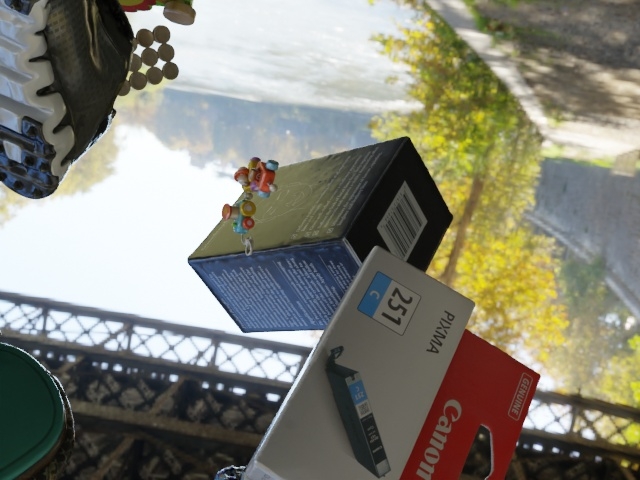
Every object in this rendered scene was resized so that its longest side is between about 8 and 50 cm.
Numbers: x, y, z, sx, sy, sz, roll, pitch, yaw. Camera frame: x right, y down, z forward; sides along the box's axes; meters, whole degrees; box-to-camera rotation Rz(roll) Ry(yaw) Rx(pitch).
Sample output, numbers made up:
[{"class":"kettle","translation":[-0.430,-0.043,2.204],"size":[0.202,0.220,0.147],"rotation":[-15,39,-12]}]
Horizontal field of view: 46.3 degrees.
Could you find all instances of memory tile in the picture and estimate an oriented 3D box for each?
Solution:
[{"class":"memory tile","translation":[-0.353,-0.356,1.475],"size":[0.148,0.113,0.012],"rotation":[-26,-150,-29]}]

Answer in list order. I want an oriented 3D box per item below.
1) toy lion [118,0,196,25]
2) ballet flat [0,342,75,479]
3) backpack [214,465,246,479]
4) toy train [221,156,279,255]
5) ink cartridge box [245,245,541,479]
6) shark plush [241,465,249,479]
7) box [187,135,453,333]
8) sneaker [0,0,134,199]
[{"class":"toy lion","translation":[-0.132,-0.182,0.506],"size":[0.096,0.034,0.100],"rotation":[10,170,-1]},{"class":"ballet flat","translation":[-0.335,0.184,0.342],"size":[0.164,0.182,0.483],"rotation":[51,-150,12]},{"class":"backpack","translation":[-0.143,0.520,1.399],"size":[0.117,0.158,0.173],"rotation":[13,-177,-14]},{"class":"toy train","translation":[-0.115,-0.065,1.165],"size":[0.046,0.166,0.125],"rotation":[9,-150,-22]},{"class":"ink cartridge box","translation":[0.103,0.188,0.817],"size":[0.261,0.296,0.066],"rotation":[31,148,1]},{"class":"shark plush","translation":[-0.119,0.460,1.305],"size":[0.073,0.161,0.067],"rotation":[22,179,3]},{"class":"box","translation":[0.000,0.000,1.429],"size":[0.395,0.212,0.293],"rotation":[-7,-143,40]},{"class":"sneaker","translation":[-0.164,-0.142,0.458],"size":[0.078,0.234,0.106],"rotation":[24,-137,13]}]
